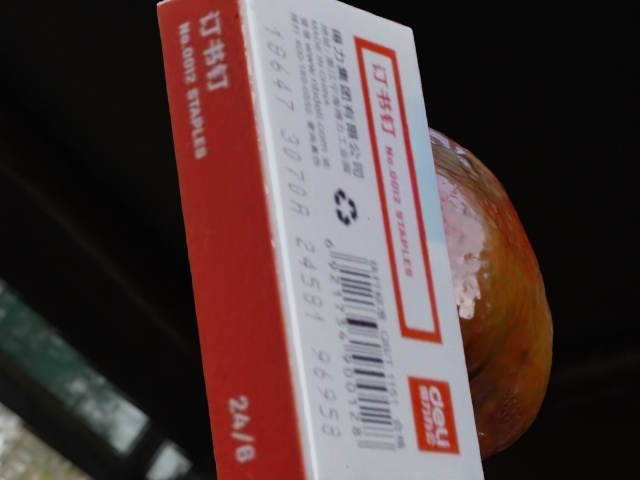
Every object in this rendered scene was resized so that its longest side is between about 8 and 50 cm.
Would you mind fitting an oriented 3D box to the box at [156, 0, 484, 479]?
[{"bbox_3d":[0.000,0.000,0.773,0.050,0.229,0.123,-20,-19,34],"label":"box"}]

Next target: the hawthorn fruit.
[{"bbox_3d":[0.038,0.023,1.177,0.224,0.261,0.224,0,-36,0],"label":"hawthorn fruit"}]
